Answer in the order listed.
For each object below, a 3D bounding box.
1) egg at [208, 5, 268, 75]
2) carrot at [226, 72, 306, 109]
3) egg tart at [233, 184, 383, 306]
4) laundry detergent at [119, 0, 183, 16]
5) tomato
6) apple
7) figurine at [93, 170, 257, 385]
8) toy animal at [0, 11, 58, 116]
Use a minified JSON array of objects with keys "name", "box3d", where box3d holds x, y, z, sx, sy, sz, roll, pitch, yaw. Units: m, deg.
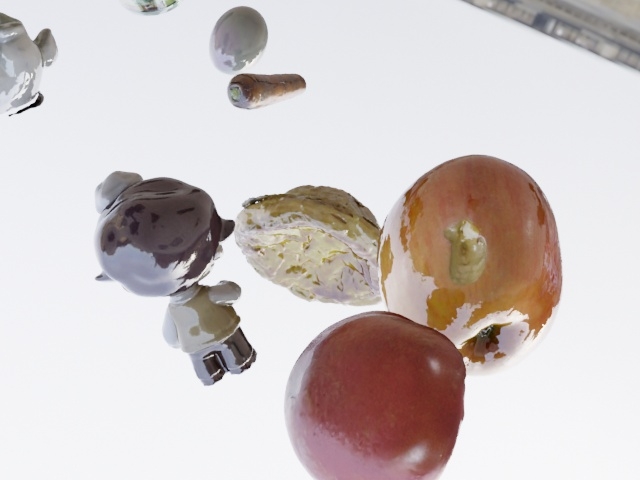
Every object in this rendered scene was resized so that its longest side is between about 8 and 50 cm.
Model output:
[{"name":"egg","box3d":[-0.149,-0.361,2.008,0.103,0.103,0.135,20,-105,6]},{"name":"carrot","box3d":[-0.080,-0.227,1.660,0.055,0.055,0.161,36,-153,21]},{"name":"egg tart","box3d":[-0.002,-0.002,2.028,0.341,0.341,0.129,19,-120,-6]},{"name":"laundry detergent","box3d":[-0.244,-0.365,1.441,0.099,0.070,0.225,-1,169,5]},{"name":"tomato","box3d":[0.039,0.166,1.129,0.139,0.200,0.233,19,176,-17]},{"name":"apple","box3d":[0.188,0.035,1.341,0.242,0.242,0.241,11,-128,-21]},{"name":"figurine","box3d":[-0.225,0.054,1.854,0.365,0.218,0.206,58,-149,-31]},{"name":"toy animal","box3d":[-0.540,-0.227,1.596,0.208,0.154,0.325,3,-148,34]}]
